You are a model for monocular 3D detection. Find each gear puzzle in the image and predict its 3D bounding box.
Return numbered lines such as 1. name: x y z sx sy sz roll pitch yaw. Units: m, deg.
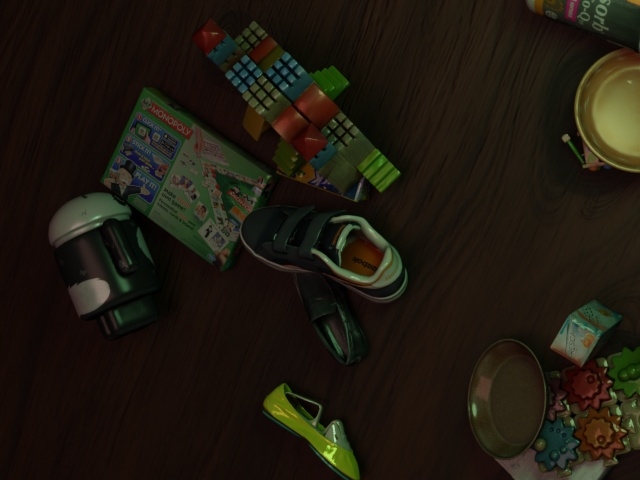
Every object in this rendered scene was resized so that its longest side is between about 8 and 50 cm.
1. gear puzzle: 0.480 0.260 1.810 0.339 0.044 0.175 -20 69 24

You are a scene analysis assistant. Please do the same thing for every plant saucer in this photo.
1. plant saucer: 0.489 -0.198 1.747 0.200 0.037 0.200 -1 80 5
2. plant saucer: 0.317 0.263 1.879 0.198 0.036 0.199 -22 63 55

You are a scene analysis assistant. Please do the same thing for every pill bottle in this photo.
1. pill bottle: 0.463 -0.374 1.703 0.278 0.162 0.162 26 107 21

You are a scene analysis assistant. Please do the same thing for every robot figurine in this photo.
1. robot figurine: -0.406 0.045 2.169 0.209 0.173 0.278 -25 86 23

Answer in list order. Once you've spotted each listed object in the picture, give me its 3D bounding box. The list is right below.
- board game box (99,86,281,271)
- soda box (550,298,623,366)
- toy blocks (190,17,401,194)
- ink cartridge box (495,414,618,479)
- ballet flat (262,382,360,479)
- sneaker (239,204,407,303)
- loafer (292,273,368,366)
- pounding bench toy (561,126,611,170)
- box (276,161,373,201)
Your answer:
1. board game box: -0.250 -0.117 2.141 0.317 0.046 0.213 36 109 18
2. soda box: 0.417 0.143 1.776 0.058 0.183 0.063 33 107 18
3. toy blocks: -0.056 -0.237 1.883 0.191 0.261 0.381 -44 68 5
4. ink cartridge box: 0.388 0.363 1.909 0.179 0.045 0.145 45 114 32
5. ballet flat: -0.005 0.343 2.070 0.231 0.077 0.077 36 94 19
6. sneaker: 0.000 0.000 1.975 0.321 0.127 0.126 19 69 18
7. loafer: 0.011 0.122 2.027 0.076 0.078 0.223 -33 82 25
8. pounding bench toy: 0.429 -0.142 1.809 0.083 0.052 0.065 -7 94 26
9. box: 0.011 -0.121 2.011 0.169 0.054 0.059 21 104 23
